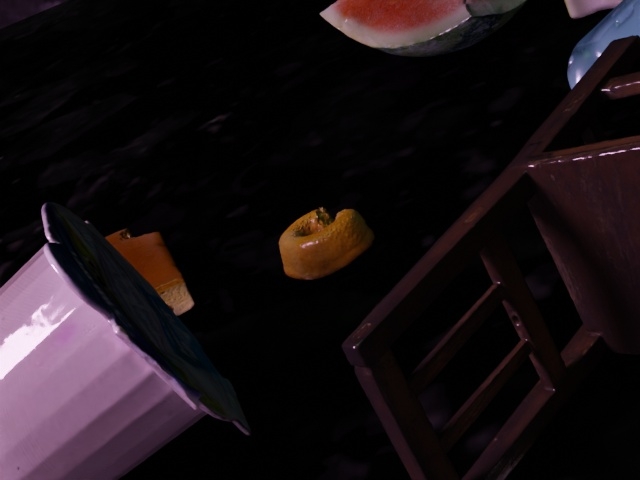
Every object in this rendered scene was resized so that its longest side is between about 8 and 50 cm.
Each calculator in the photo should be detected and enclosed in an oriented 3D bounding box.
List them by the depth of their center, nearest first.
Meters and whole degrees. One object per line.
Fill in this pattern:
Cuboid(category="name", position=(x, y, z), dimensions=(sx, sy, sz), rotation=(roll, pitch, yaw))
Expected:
Cuboid(category="calculator", position=(0.425, -0.300, 1.340), dimensions=(0.386, 0.054, 0.256), rotation=(-34, -7, -35))

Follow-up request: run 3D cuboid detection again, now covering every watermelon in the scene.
Cuboid(category="watermelon", position=(0.156, -0.333, 1.661), dimensions=(0.260, 0.176, 0.256), rotation=(-38, 9, 29))

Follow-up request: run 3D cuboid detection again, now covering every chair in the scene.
Cuboid(category="chair", position=(0.248, 0.013, 0.866), dimensions=(0.241, 0.203, 0.416), rotation=(-2, 35, 46))

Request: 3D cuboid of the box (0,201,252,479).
Cuboid(category="box", position=(-0.226, 0.124, 1.037), dimensions=(0.206, 0.262, 0.291), rotation=(-42, -16, 2))

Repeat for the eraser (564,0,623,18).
Cuboid(category="eraser", position=(0.335, -0.453, 1.586), dimensions=(0.092, 0.274, 0.210), rotation=(-13, 28, 29))

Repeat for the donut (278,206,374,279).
Cuboid(category="donut", position=(0.000, 0.000, 1.302), dimensions=(0.108, 0.043, 0.097), rotation=(-3, 33, 47))

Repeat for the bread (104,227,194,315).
Cuboid(category="bread", position=(-0.209, 0.037, 1.412), dimensions=(0.088, 0.049, 0.226), rotation=(-28, 25, -5))
